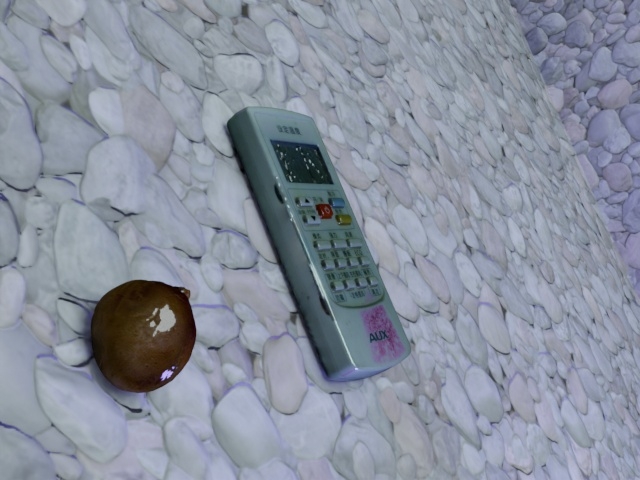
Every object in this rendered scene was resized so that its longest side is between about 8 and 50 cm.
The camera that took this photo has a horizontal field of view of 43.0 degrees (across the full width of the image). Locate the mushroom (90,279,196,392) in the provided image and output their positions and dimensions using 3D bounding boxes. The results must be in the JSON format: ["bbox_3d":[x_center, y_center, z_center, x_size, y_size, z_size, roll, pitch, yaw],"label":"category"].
[{"bbox_3d":[-0.142,0.065,0.692,0.088,0.073,0.129,24,34,0],"label":"mushroom"}]

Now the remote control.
[{"bbox_3d":[0.001,0.000,0.973,0.145,0.050,0.344,-4,68,-56],"label":"remote control"}]
